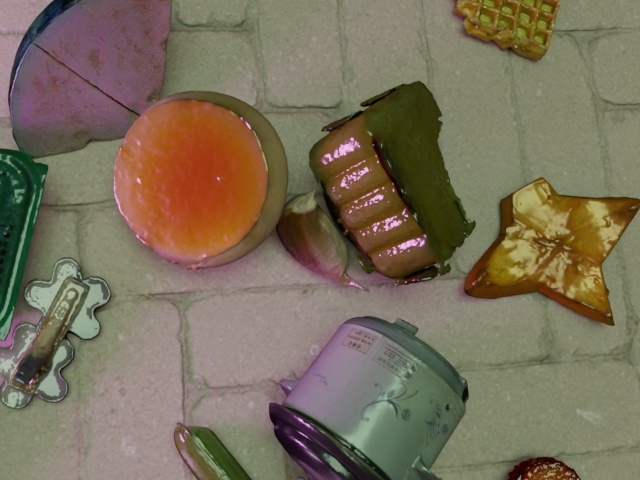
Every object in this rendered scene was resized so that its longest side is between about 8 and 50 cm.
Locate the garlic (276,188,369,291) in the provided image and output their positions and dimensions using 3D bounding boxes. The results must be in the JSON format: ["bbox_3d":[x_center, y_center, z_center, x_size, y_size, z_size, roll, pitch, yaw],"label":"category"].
[{"bbox_3d":[0.000,0.007,1.386,0.090,0.129,0.198,-36,109,-23],"label":"garlic"}]

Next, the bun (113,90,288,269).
[{"bbox_3d":[-0.193,-0.100,1.357,0.299,0.165,0.298,1,95,14],"label":"bun"}]

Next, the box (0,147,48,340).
[{"bbox_3d":[-0.602,0.010,1.309,0.264,0.106,0.336,10,74,-6],"label":"box"}]

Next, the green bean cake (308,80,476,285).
[{"bbox_3d":[0.129,-0.094,1.396,0.285,0.202,0.309,-37,103,-52],"label":"green bean cake"}]

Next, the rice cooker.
[{"bbox_3d":[0.071,0.285,1.257,0.317,0.264,0.316,-5,57,8],"label":"rice cooker"}]

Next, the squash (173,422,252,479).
[{"bbox_3d":[-0.155,0.387,1.296,0.069,0.069,0.239,-40,86,-15],"label":"squash"}]

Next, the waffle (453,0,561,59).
[{"bbox_3d":[0.370,-0.496,1.605,0.219,0.057,0.229,18,73,-3],"label":"waffle"}]

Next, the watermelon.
[{"bbox_3d":[-0.413,-0.344,1.413,0.292,0.319,0.222,-9,43,-17],"label":"watermelon"}]

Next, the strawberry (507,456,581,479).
[{"bbox_3d":[0.378,0.436,1.352,0.145,0.086,0.145,2,74,-7],"label":"strawberry"}]

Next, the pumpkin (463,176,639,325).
[{"bbox_3d":[0.423,0.011,1.464,0.290,0.095,0.258,14,78,-1],"label":"pumpkin"}]

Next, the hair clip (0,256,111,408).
[{"bbox_3d":[-0.448,0.154,1.316,0.146,0.075,0.257,25,67,-4],"label":"hair clip"}]
